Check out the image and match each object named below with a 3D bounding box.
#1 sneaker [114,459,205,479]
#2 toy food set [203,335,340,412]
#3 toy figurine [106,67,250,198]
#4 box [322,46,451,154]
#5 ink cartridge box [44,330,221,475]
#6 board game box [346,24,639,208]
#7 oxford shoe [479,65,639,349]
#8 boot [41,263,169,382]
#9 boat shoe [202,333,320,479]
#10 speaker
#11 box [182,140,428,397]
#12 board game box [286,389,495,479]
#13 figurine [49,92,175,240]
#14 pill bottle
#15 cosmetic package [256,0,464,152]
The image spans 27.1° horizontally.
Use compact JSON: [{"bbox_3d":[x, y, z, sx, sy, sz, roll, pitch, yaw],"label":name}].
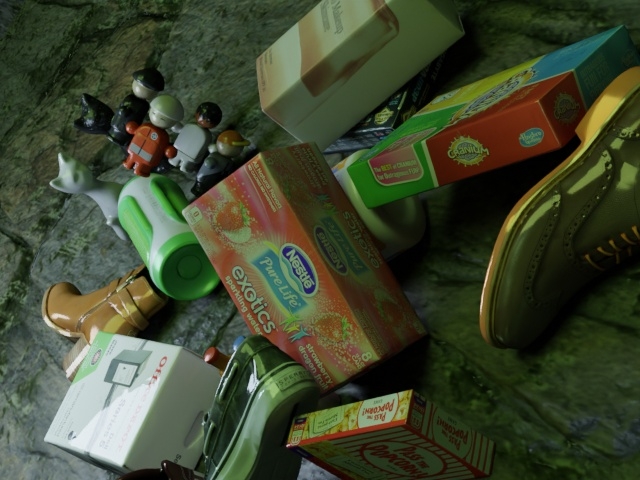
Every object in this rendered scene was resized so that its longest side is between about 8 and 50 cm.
[{"bbox_3d":[-0.262,0.409,1.815,0.281,0.162,0.106,-53,32,3],"label":"sneaker"},{"bbox_3d":[-0.064,0.196,1.804,0.111,0.104,0.232,-53,32,4],"label":"toy food set"},{"bbox_3d":[-0.247,-0.187,2.305,0.148,0.210,0.213,-61,30,13],"label":"toy figurine"},{"bbox_3d":[0.085,-0.225,2.046,0.220,0.051,0.175,-3,58,52],"label":"box"},{"bbox_3d":[-0.279,0.257,2.024,0.273,0.115,0.198,2,62,54],"label":"ink cartridge box"},{"bbox_3d":[0.220,-0.154,1.682,0.317,0.064,0.242,-17,16,44],"label":"board game box"},{"bbox_3d":[0.308,-0.017,1.490,0.133,0.130,0.363,39,103,41],"label":"oxford shoe"},{"bbox_3d":[-0.371,0.103,2.300,0.220,0.109,0.283,-47,30,11],"label":"boot"},{"bbox_3d":[-0.091,0.248,1.682,0.119,0.121,0.335,52,136,31],"label":"boat shoe"},{"bbox_3d":[-0.255,-0.011,2.231,0.131,0.131,0.296,-51,32,7],"label":"speaker"},{"bbox_3d":[-0.018,0.041,1.698,0.154,0.142,0.300,-33,83,30],"label":"box"},{"bbox_3d":[0.080,0.236,1.534,0.193,0.147,0.045,-21,45,44],"label":"board game box"},{"bbox_3d":[-0.387,-0.138,2.446,0.092,0.209,0.214,-17,48,46],"label":"figurine"},{"bbox_3d":[0.000,0.000,1.854,0.272,0.152,0.152,-32,38,32],"label":"pill bottle"},{"bbox_3d":[0.053,-0.288,1.974,0.296,0.129,0.153,-39,34,22],"label":"cosmetic package"}]
